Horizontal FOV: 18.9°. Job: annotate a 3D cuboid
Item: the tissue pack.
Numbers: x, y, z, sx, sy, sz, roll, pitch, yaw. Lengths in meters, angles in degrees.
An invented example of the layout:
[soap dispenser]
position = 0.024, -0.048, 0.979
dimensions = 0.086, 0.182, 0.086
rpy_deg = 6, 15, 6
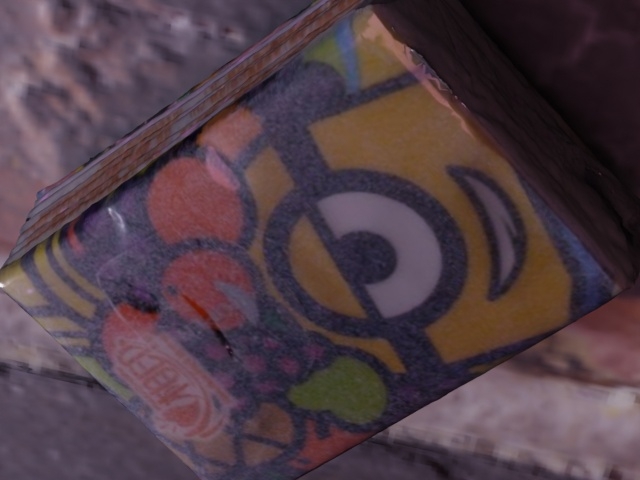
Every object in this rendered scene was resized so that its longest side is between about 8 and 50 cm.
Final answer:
[tissue pack]
position = 0.000, 0.000, 0.535
dimensions = 0.148, 0.060, 0.108
rpy_deg = -33, 111, 29
